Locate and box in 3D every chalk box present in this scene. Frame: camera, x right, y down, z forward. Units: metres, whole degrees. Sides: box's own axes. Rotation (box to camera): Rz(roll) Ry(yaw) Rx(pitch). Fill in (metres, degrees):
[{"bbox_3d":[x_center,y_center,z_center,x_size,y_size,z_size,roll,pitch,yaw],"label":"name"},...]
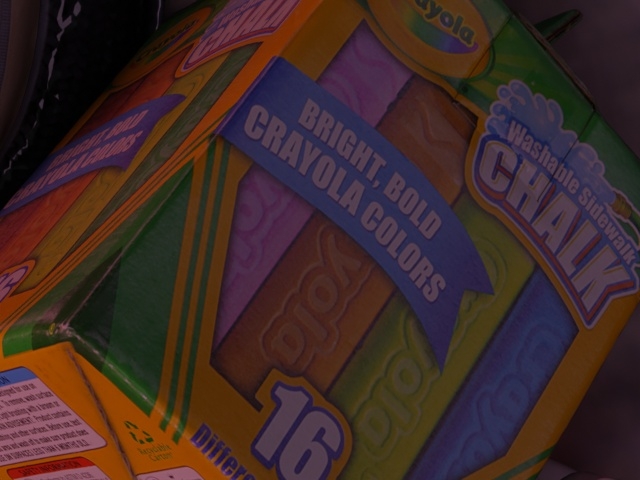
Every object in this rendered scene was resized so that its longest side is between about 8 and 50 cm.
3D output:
[{"bbox_3d":[0.000,0.000,0.544,0.132,0.213,0.132,46,147,-17],"label":"chalk box"}]

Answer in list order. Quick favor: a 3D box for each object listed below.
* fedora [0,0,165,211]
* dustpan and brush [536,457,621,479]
[{"bbox_3d":[-0.207,-0.093,0.552,0.334,0.152,0.334,1,107,2],"label":"fedora"},{"bbox_3d":[0.055,0.094,0.578,0.147,0.060,0.211,20,147,-4],"label":"dustpan and brush"}]
